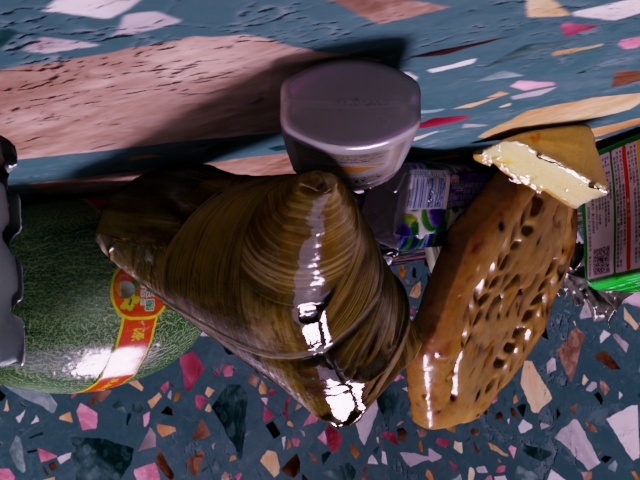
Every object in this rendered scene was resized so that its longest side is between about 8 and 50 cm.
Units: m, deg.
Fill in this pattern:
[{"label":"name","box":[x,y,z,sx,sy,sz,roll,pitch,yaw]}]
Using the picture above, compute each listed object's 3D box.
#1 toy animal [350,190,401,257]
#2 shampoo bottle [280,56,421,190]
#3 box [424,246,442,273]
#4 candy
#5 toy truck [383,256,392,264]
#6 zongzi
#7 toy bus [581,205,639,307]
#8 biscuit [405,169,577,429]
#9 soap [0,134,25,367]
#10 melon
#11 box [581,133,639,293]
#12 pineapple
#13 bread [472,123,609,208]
[{"label":"toy animal","box":[0.061,-0.027,1.237,0.062,0.108,0.220,-14,-155,39]},{"label":"shampoo bottle","box":[0.018,-0.072,0.793,0.086,0.055,0.227,2,176,0]},{"label":"box","box":[0.269,-0.012,1.733,0.178,0.138,0.274,-16,174,21]},{"label":"candy","box":[0.138,-0.041,1.257,0.061,0.088,0.312,15,-171,30]},{"label":"toy truck","box":[0.000,0.000,1.460,0.216,0.110,0.116,-6,163,-40]},{"label":"zongzi","box":[-0.067,-0.014,0.866,0.286,0.134,0.288,29,159,25]},{"label":"toy bus","box":[0.492,-0.003,1.629,0.197,0.231,0.294,-11,176,27]},{"label":"biscuit","box":[0.204,0.058,1.329,0.046,0.359,0.359,24,-166,29]},{"label":"soap","box":[-0.266,0.018,0.776,0.094,0.150,0.261,-2,173,-25]},{"label":"melon","box":[-0.211,0.048,1.076,0.182,0.182,0.288,-13,175,43]},{"label":"box","box":[0.385,-0.041,1.257,0.103,0.180,0.250,5,169,-21]},{"label":"pineapple","box":[0.292,0.021,1.532,0.248,0.128,0.128,28,176,1]},{"label":"bread","box":[0.218,-0.069,1.150,0.109,0.080,0.084,-10,174,-22]}]
